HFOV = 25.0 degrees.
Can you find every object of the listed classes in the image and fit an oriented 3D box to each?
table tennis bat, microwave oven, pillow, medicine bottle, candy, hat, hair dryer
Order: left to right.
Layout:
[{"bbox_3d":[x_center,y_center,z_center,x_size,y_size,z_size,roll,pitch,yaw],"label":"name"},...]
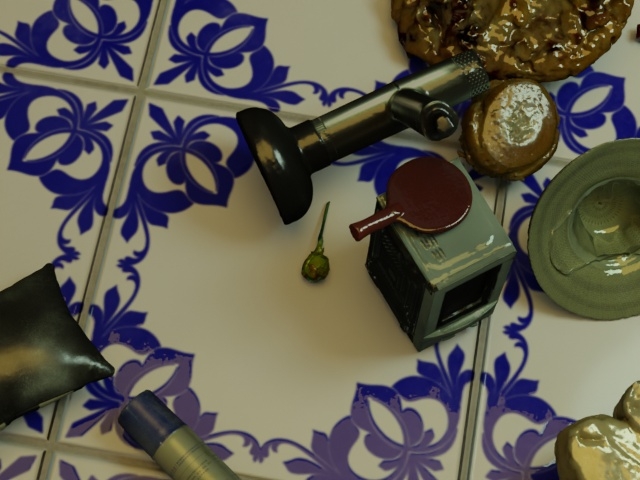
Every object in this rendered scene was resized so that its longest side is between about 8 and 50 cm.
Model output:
[{"bbox_3d":[-0.394,0.147,1.735,0.250,0.106,0.186,-30,64,-16],"label":"pillow"},{"bbox_3d":[-0.144,0.275,1.713,0.059,0.059,0.231,-42,74,-18],"label":"medicine bottle"},{"bbox_3d":[0.000,0.000,1.859,0.035,0.035,0.123,14,57,-7],"label":"candy"},{"bbox_3d":[0.050,-0.152,1.743,0.320,0.284,0.156,-25,87,7],"label":"hair dryer"},{"bbox_3d":[0.103,-0.041,1.654,0.154,0.019,0.098,-27,70,-16],"label":"table tennis bat"},{"bbox_3d":[0.137,0.021,1.752,0.122,0.208,0.162,-27,70,-13],"label":"microwave oven"},{"bbox_3d":[0.370,-0.034,1.830,0.252,0.252,0.110,-8,26,-6],"label":"hat"}]

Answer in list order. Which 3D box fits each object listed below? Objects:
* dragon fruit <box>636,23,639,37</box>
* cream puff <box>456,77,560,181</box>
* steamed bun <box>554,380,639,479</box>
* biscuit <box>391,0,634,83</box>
[{"bbox_3d":[0.499,-0.260,1.985,0.131,0.063,0.097,5,34,0],"label":"dragon fruit"},{"bbox_3d":[0.246,-0.146,1.885,0.126,0.103,0.144,30,86,-7],"label":"cream puff"},{"bbox_3d":[0.383,0.322,1.675,0.292,0.137,0.295,-18,74,-11],"label":"steamed bun"},{"bbox_3d":[0.254,-0.350,1.942,0.334,0.081,0.289,-5,72,15],"label":"biscuit"}]
